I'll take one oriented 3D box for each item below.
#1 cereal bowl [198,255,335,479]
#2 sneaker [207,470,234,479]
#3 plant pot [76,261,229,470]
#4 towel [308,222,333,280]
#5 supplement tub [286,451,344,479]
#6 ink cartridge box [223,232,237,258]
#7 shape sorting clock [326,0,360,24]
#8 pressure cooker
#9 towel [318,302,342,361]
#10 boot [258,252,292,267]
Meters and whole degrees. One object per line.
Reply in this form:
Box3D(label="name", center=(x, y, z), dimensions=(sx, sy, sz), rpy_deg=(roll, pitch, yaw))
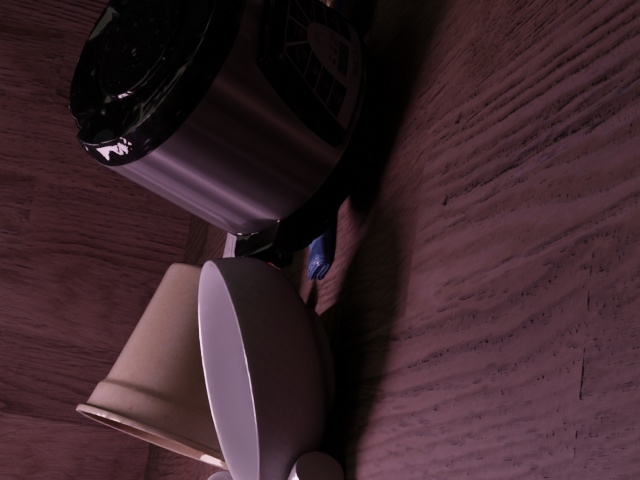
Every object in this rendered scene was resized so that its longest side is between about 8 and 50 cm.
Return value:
Box3D(label="cereal bowl", center=(-0.069, 0.185, 1.747), dimensions=(0.339, 0.141, 0.339), rpy_deg=(172, 90, -73))
Box3D(label="sneaker", center=(-0.122, 0.450, 1.847), dimensions=(0.121, 0.079, 0.217), rpy_deg=(15, -114, -73))
Box3D(label="plant pot", center=(-0.219, 0.216, 2.178), dimensions=(0.334, 0.334, 0.305), rpy_deg=(147, 144, -73))
Box3D(label="towel", center=(0.000, 0.000, 1.976), dimensions=(0.067, 0.029, 0.119), rpy_deg=(120, 158, -54))
Box3D(label="supplement tub", center=(-0.016, 0.337, 1.628), dimensions=(0.071, 0.071, 0.107), rpy_deg=(-91, 18, -46))
Box3D(label="ink cartridge box", center=(-0.129, -0.023, 2.466), dimensions=(0.231, 0.078, 0.134), rpy_deg=(165, 117, -76))
Box3D(label="shape sorting clock", center=(0.023, -0.358, 2.079), dimensions=(0.206, 0.040, 0.206), rpy_deg=(16, -90, -78))
Box3D(label="pressure cooker", center=(-0.107, -0.203, 1.822), dimensions=(0.370, 0.420, 0.375), rpy_deg=(-53, 37, 8))
Box3D(label="towel", center=(-0.010, 0.166, 1.895), dimensions=(0.237, 0.021, 0.102), rpy_deg=(136, 149, -70))
Box3D(label="boot", center=(-0.109, 0.020, 2.282), dimensions=(0.121, 0.099, 0.045), rpy_deg=(-179, 102, -77))
